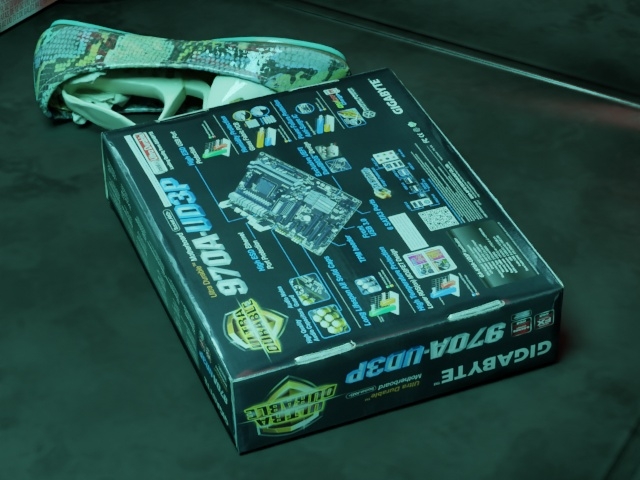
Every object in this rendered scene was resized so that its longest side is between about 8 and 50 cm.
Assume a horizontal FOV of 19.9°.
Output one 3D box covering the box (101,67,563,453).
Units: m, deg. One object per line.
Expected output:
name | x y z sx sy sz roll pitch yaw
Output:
box | 0.000 0.000 0.949 0.175 0.051 0.220 -15 41 -17

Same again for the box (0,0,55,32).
box | -0.188 -0.250 1.211 0.128 0.123 0.257 27 46 30

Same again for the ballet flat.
ballet flat | -0.077 -0.085 1.062 0.188 0.070 0.070 5 39 10
